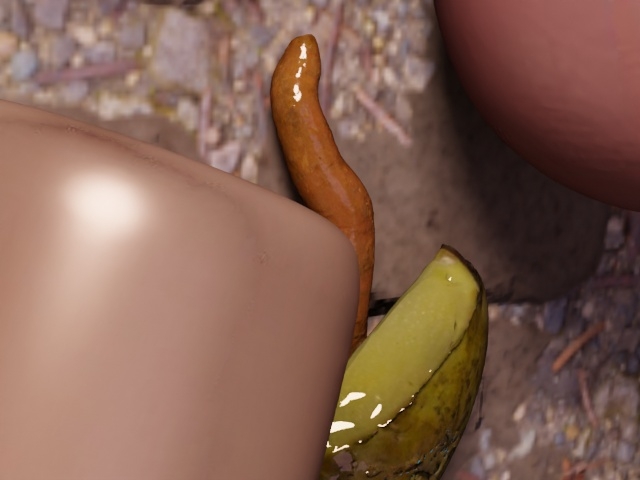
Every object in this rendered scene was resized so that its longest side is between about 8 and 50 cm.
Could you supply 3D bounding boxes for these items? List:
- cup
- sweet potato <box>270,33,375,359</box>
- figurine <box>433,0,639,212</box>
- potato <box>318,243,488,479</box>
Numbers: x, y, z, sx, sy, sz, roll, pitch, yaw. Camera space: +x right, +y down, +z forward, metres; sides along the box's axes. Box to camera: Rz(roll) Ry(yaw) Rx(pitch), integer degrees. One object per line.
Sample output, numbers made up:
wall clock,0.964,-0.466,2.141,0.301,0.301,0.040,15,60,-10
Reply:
cup,-0.082,0.072,0.603,0.200,0.191,0.253,-71,159,-5
sweet potato,0.005,0.000,0.723,0.044,0.044,0.179,-21,115,-32
figurine,0.150,-0.123,0.715,0.211,0.261,0.270,-26,121,1
potato,0.028,0.100,0.735,0.198,0.054,0.119,-56,150,-15
